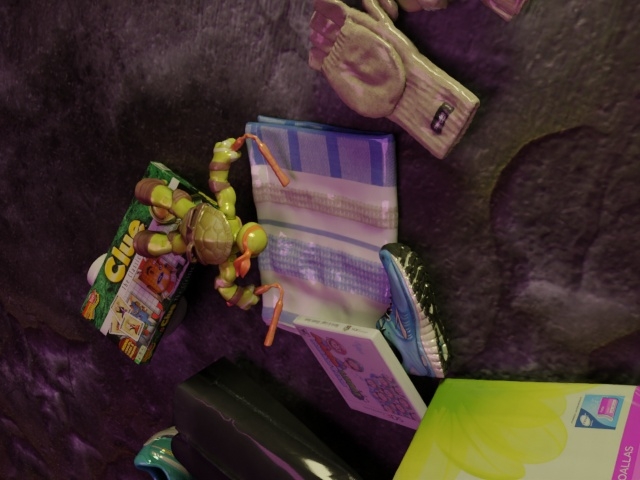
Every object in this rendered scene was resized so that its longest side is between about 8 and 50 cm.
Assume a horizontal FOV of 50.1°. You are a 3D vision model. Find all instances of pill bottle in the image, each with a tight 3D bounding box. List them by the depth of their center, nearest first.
[{"bbox_3d":[-0.287,0.082,1.060,0.152,0.086,0.086,33,127,24],"label":"pill bottle"}]

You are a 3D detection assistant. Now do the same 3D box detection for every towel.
[{"bbox_3d":[0.000,0.000,0.822,0.209,0.034,0.284,14,118,34],"label":"towel"}]

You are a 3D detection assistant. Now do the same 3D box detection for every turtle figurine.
[{"bbox_3d":[-0.141,0.001,0.850,0.217,0.087,0.269,10,115,34],"label":"turtle figurine"}]

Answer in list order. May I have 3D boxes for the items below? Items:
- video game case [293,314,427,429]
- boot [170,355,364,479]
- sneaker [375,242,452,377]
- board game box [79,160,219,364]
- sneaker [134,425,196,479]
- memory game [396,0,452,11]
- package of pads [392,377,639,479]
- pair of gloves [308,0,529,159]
[{"bbox_3d":[0.051,0.157,0.812,0.143,0.019,0.157,3,131,52],"label":"video game case"},{"bbox_3d":[-0.042,0.424,0.970,0.445,0.146,0.366,28,116,22],"label":"boot"},{"bbox_3d":[0.089,0.082,0.754,0.073,0.063,0.162,-13,101,25],"label":"sneaker"},{"bbox_3d":[-0.243,0.032,0.974,0.136,0.030,0.259,34,104,25],"label":"board game box"},{"bbox_3d":[-0.224,0.456,1.165,0.107,0.110,0.275,-32,89,43],"label":"sneaker"},{"bbox_3d":[0.086,-0.305,0.624,0.186,0.012,0.186,18,121,33],"label":"memory game"},{"bbox_3d":[0.206,0.240,0.620,0.297,0.229,0.101,-9,122,42],"label":"package of pads"},{"bbox_3d":[0.084,-0.220,0.629,0.204,0.042,0.240,34,130,19],"label":"pair of gloves"}]
